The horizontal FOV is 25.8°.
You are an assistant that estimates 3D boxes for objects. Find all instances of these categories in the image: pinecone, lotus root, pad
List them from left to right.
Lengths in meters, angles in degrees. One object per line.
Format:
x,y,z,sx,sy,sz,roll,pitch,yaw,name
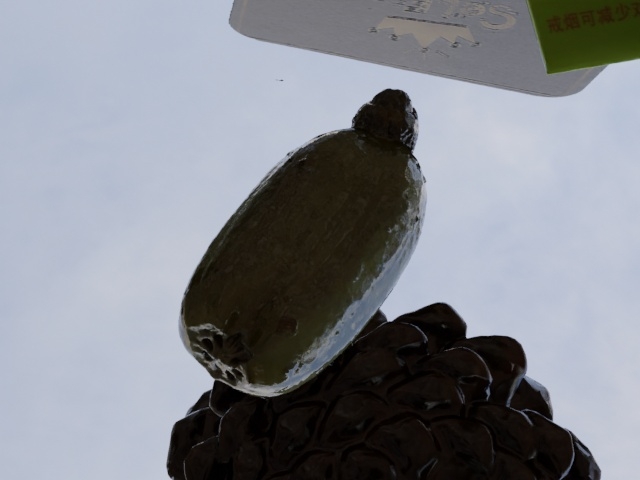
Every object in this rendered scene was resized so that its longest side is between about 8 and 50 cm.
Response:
0.000,0.001,0.721,0.090,0.077,0.183,31,-116,7,lotus root
0.047,0.244,1.261,0.397,0.397,0.398,-9,-111,25,pinecone
0.104,-0.189,1.304,0.375,0.315,0.063,10,-106,-6,pad

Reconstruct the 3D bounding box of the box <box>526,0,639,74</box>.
0.224,-0.300,1.084,0.187,0.335,0.047,-7,-151,27,box
